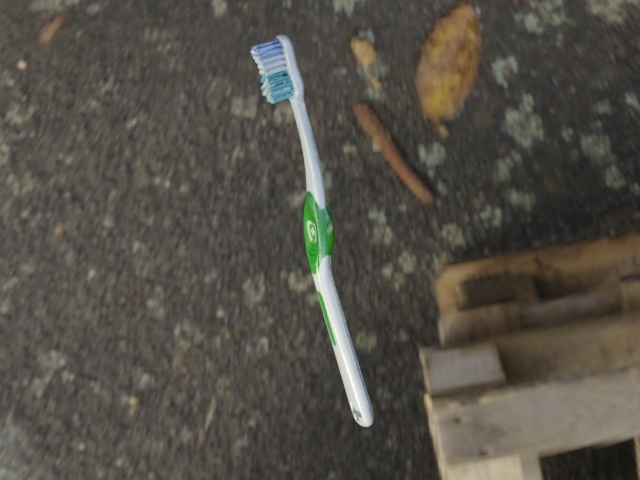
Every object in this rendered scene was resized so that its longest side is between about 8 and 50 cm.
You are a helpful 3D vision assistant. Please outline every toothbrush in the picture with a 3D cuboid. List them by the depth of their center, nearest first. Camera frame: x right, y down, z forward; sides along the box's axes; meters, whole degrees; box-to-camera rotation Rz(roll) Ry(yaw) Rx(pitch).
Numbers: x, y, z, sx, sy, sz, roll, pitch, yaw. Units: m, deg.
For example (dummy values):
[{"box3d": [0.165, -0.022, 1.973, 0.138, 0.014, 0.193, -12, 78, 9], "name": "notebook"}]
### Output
[{"box3d": [0.002, -0.001, 1.204, 0.030, 0.030, 0.304, -13, 110, 5], "name": "toothbrush"}]
